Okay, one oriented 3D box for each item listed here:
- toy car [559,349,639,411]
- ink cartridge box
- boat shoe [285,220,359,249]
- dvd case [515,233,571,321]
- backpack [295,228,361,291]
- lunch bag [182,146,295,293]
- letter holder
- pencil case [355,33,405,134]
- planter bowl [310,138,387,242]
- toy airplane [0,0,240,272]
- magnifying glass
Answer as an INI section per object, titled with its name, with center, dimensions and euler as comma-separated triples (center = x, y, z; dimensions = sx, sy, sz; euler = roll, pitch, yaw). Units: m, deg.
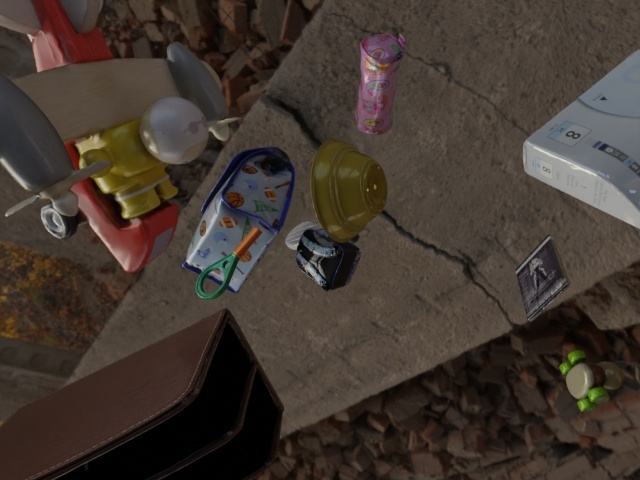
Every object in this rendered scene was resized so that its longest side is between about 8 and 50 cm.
[toy car]
center = 0.899, 0.438, 1.486
dimensions = 0.188, 0.155, 0.149
euler = -6, 139, -3
[ink cartridge box]
center = 0.587, -0.149, 0.748
dimensions = 0.385, 0.308, 0.091
euler = 43, 166, 44
[boat shoe]
center = 0.000, 0.000, 1.707
dimensions = 0.119, 0.121, 0.335
euler = 42, 152, -29
[dvd case]
center = 0.642, 0.106, 1.361
dimensions = 0.018, 0.221, 0.165
euler = 22, 128, -6
[backpack]
center = 0.014, 0.047, 1.388
dimensions = 0.173, 0.116, 0.158
euler = 34, 118, 35
[lunch bag]
center = -0.242, -0.093, 1.478
dimensions = 0.238, 0.386, 0.328
euler = 32, 128, -12
[letter holder]
center = -0.210, 0.232, 0.488
dimensions = 0.301, 0.214, 0.152
euler = -26, 101, 4
[pencil case]
center = 0.162, -0.424, 1.287
dimensions = 0.124, 0.124, 0.284
euler = 25, 152, 14
[planter bowl]
center = 0.077, -0.105, 0.951
dimensions = 0.090, 0.217, 0.217
euler = -2, 113, 33
[toy airplane]
center = -0.274, -0.179, 0.633
dimensions = 0.272, 0.386, 0.384
euler = 8, 162, 22
[magnifying glass]
center = -0.237, 0.057, 1.221
dimensions = 0.092, 0.231, 0.026
euler = 35, 170, 37
